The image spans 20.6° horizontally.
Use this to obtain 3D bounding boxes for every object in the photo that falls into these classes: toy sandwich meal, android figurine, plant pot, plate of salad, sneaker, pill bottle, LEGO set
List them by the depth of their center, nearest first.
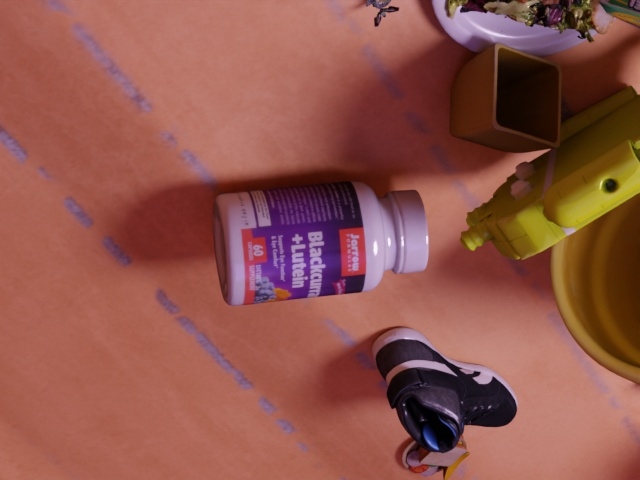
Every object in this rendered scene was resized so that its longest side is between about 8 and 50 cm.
[{"bbox_3d":[0.056,-0.226,1.520,0.054,0.023,0.083,17,115,-33],"label":"LEGO set"},{"bbox_3d":[0.194,-0.228,1.533,0.200,0.048,0.200,-8,138,-7],"label":"plate of salad"},{"bbox_3d":[0.246,-0.069,1.588,0.273,0.248,0.056,-30,101,19],"label":"android figurine"},{"bbox_3d":[0.161,-0.122,1.607,0.081,0.081,0.083,14,161,-34],"label":"plant pot"},{"bbox_3d":[0.000,0.000,1.675,0.193,0.108,0.108,-6,137,-9],"label":"pill bottle"},{"bbox_3d":[0.389,0.038,1.741,0.254,0.254,0.239,-35,150,20],"label":"plant pot"},{"bbox_3d":[0.142,0.188,1.901,0.079,0.121,0.217,-39,132,25],"label":"sneaker"},{"bbox_3d":[0.134,0.249,2.030,0.085,0.029,0.085,-8,137,-7],"label":"toy sandwich meal"}]

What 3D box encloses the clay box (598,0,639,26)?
[{"bbox_3d":[0.330,-0.186,1.489,0.222,0.127,0.053,6,104,-63],"label":"clay box"}]
